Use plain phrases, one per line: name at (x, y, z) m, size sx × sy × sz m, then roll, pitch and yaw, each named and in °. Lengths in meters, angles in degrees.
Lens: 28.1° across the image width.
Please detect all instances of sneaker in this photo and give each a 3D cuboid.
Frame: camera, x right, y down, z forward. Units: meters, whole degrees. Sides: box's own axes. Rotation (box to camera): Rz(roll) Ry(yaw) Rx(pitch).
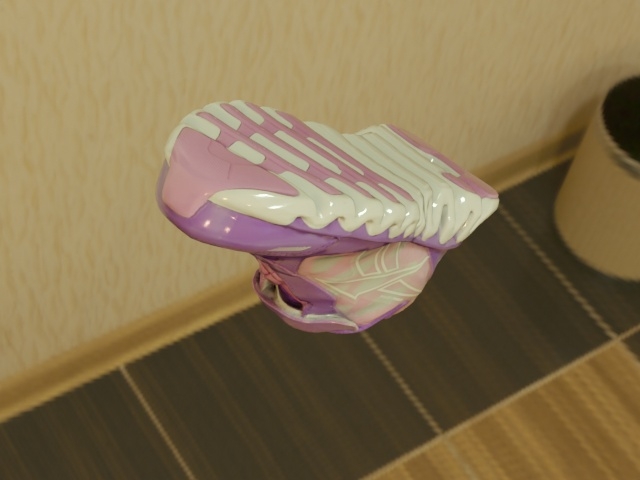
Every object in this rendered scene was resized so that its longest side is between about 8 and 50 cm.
sneaker at (0.000, 0.000, 0.617) m, size 0.095 × 0.104 × 0.236 m, roll 39°, pitch 18°, yaw 25°
